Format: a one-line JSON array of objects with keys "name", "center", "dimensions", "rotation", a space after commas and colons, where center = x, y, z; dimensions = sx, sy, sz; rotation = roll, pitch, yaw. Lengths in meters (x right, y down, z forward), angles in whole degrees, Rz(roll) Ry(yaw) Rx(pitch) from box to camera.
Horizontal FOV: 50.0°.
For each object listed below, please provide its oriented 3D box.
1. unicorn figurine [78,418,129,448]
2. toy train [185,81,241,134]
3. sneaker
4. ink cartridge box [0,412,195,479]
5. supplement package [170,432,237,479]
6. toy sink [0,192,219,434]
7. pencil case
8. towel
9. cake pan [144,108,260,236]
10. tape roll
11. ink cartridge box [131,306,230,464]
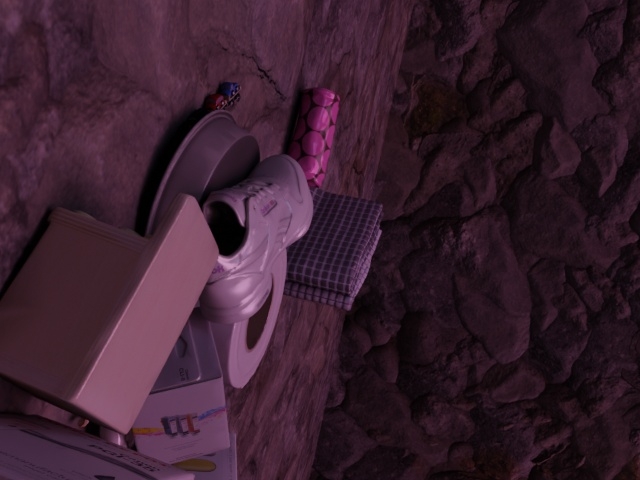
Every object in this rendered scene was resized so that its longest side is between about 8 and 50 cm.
[{"name": "unicorn figurine", "center": [-0.278, 0.260, 0.900], "dimensions": [0.111, 0.060, 0.162], "rotation": [95, 4, -88]}, {"name": "toy train", "center": [-0.157, -0.198, 1.018], "dimensions": [0.158, 0.027, 0.036], "rotation": [-61, 149, -50]}, {"name": "sneaker", "center": [-0.090, -0.036, 0.952], "dimensions": [0.152, 0.114, 0.305], "rotation": [78, 23, -44]}, {"name": "ink cartridge box", "center": [-0.257, 0.232, 0.594], "dimensions": [0.283, 0.207, 0.117], "rotation": [66, 42, -74]}, {"name": "supplement package", "center": [-0.209, 0.452, 1.044], "dimensions": [0.262, 0.145, 0.204], "rotation": [-108, -153, -63]}, {"name": "toy sink", "center": [-0.227, 0.060, 0.727], "dimensions": [0.153, 0.131, 0.234], "rotation": [82, 30, -64]}, {"name": "pencil case", "center": [-0.024, -0.224, 1.490], "dimensions": [0.095, 0.098, 0.209], "rotation": [16, 89, -34]}, {"name": "towel", "center": [0.000, 0.000, 1.522], "dimensions": [0.121, 0.235, 0.284], "rotation": [84, 23, -46]}, {"name": "cake pan", "center": [-0.165, -0.046, 1.019], "dimensions": [0.293, 0.054, 0.293], "rotation": [20, 90, -81]}, {"name": "tape roll", "center": [-0.154, 0.120, 1.252], "dimensions": [0.286, 0.100, 0.286], "rotation": [14, 90, -80]}, {"name": "ink cartridge box", "center": [-0.200, 0.200, 0.935], "dimensions": [0.128, 0.127, 0.176], "rotation": [-115, -159, -44]}]
